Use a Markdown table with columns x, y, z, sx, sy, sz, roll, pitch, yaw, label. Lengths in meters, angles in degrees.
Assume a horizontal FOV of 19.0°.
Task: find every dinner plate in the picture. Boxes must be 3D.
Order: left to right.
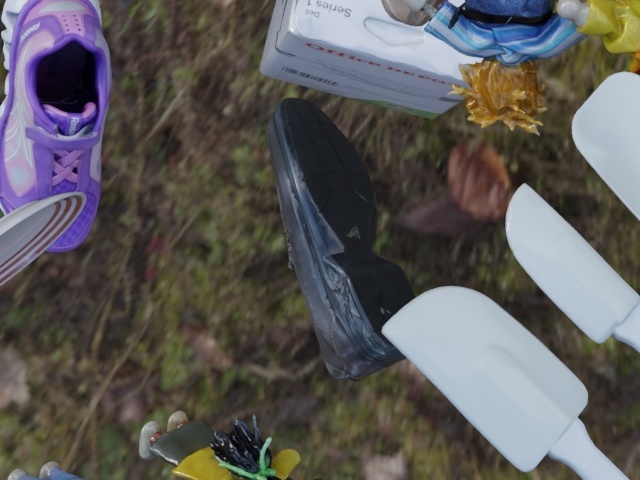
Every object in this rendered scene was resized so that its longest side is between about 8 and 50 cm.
| x | y | z | sx | sy | sz | roll | pitch | yaw | label |
| --- | --- | --- | --- | --- | --- | --- | --- | --- | --- |
| -0.215 | 0.009 | 1.267 | 0.141 | 0.141 | 0.017 | -42 | 84 | 21 | dinner plate |

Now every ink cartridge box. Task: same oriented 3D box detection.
| x | y | z | sx | sy | sz | roll | pitch | yaw | label |
| --- | --- | --- | --- | --- | --- | --- | --- | --- | --- |
| 0.047 | -0.169 | 1.522 | 0.160 | 0.219 | 0.093 | 14 | 84 | -7 | ink cartridge box |

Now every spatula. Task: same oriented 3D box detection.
| x | y | z | sx | sy | sz | roll | pitch | yaw | label |
| --- | --- | --- | --- | --- | --- | --- | --- | --- | --- |
| 0.164 | 0.062 | 0.801 | 0.242 | 0.019 | 0.168 | 44 | 69 | -3 | spatula |

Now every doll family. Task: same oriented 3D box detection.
| x | y | z | sx | sy | sz | roll | pitch | yaw | label |
| --- | --- | --- | --- | --- | --- | --- | --- | --- | --- |
| -0.073 | 0.140 | 1.004 | 0.111 | 0.193 | 0.076 | 25 | 127 | 44 | doll family |
| 0.129 | -0.135 | 0.990 | 0.263 | 0.118 | 0.163 | 3 | 128 | 4 | doll family |

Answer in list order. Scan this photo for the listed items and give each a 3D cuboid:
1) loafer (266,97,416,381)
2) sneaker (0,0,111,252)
| x | y | z | sx | sy | sz | roll | pitch | yaw | label |
| --- | --- | --- | --- | --- | --- | --- | --- | --- | --- |
| 0.000 | 0.000 | 1.093 | 0.061 | 0.062 | 0.170 | -36 | 64 | 41 | loafer |
| -0.211 | -0.091 | 1.539 | 0.095 | 0.104 | 0.236 | -6 | 118 | -22 | sneaker |
